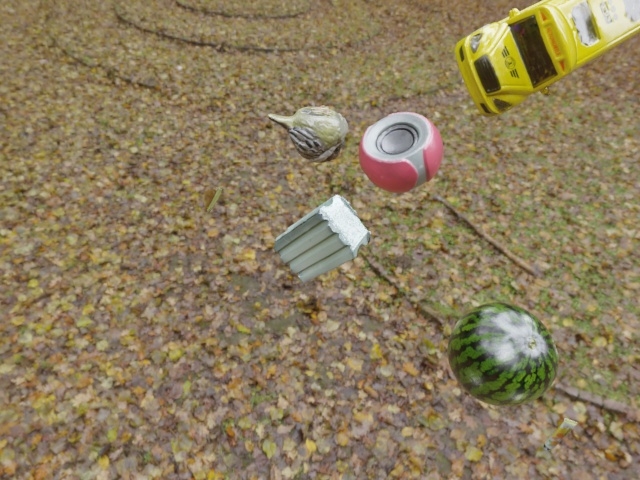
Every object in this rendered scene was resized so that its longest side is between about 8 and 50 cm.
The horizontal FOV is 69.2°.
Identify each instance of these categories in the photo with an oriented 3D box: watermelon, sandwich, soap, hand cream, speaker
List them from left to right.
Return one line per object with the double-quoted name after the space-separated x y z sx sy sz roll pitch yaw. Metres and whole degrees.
-0.327 -0.128 1.376 0.044 0.083 0.031 38 9 24 "sandwich"
0.000 0.000 1.185 0.150 0.261 0.094 48 52 -9 "soap"
0.276 -0.305 1.637 0.295 0.294 0.294 4 38 -3 "speaker"
0.498 0.313 1.279 0.286 0.284 0.285 4 38 -3 "watermelon"
0.557 0.455 1.086 0.035 0.102 0.022 22 27 -6 "hand cream"

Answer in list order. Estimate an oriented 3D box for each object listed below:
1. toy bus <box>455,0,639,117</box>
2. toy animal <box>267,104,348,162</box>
0.388 -0.333 0.766 0.330 0.144 0.152 -31 12 -19 "toy bus"
-0.022 -0.179 0.794 0.138 0.098 0.098 -3 39 -10 "toy animal"
